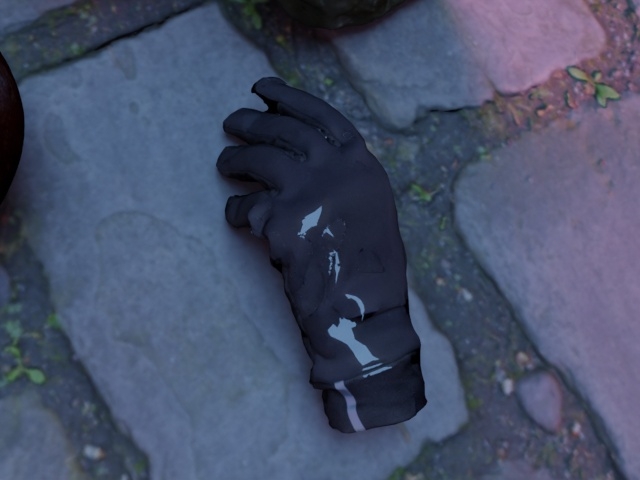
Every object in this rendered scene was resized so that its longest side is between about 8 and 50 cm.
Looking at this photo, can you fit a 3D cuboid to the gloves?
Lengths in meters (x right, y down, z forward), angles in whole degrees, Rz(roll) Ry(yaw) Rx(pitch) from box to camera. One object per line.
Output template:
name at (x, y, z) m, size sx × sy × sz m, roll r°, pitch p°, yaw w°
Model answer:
gloves at (0.008, 0.000, 0.607) m, size 0.142 × 0.119 × 0.285 m, roll -10°, pitch 67°, yaw -45°

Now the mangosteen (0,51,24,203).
mangosteen at (-0.310, -0.093, 0.499) m, size 0.215 × 0.257 × 0.215 m, roll -5°, pitch 48°, yaw 6°

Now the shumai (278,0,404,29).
shumai at (0.022, -0.366, 0.638) m, size 0.309 × 0.304 × 0.263 m, roll -36°, pitch 68°, yaw -11°
